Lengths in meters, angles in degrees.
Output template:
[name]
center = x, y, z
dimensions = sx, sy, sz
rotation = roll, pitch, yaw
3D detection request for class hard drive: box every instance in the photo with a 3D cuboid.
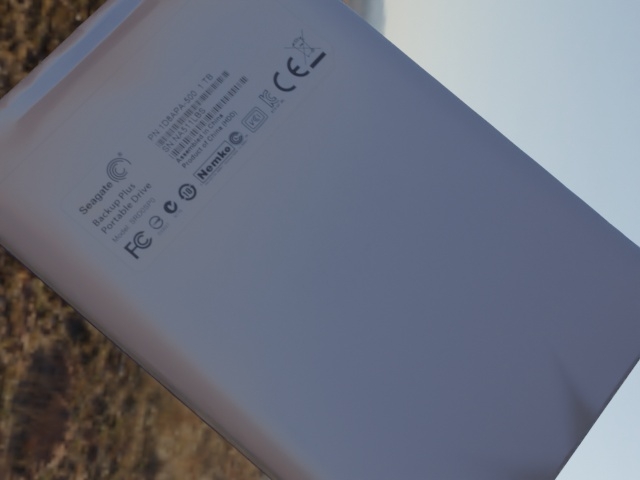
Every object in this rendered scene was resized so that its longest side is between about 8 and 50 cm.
[hard drive]
center = 0.000, 0.000, 0.525
dimensions = 0.210, 0.318, 0.040
rotation = -49, 177, -18
